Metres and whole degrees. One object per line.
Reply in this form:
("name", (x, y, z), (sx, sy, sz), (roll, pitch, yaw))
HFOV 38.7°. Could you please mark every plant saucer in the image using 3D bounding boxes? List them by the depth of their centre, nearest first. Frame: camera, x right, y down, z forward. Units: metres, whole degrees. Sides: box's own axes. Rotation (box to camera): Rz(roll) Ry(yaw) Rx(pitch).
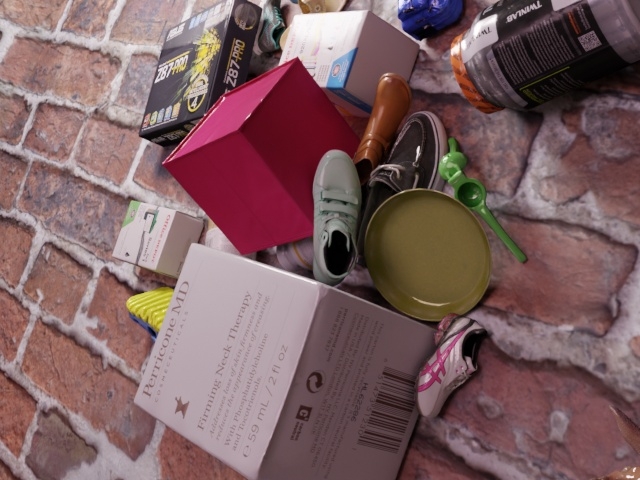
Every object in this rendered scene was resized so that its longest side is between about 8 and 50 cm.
("plant saucer", (0.192, 0.023, 1.607), (0.240, 0.037, 0.241), (9, 109, 28))

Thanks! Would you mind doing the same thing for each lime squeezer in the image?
("lime squeezer", (0.260, -0.089, 1.602), (0.058, 0.110, 0.310), (-31, 51, 10))

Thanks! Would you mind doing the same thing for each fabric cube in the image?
("fabric cube", (-0.105, -0.162, 1.831), (0.259, 0.258, 0.254), (-16, 32, 46))

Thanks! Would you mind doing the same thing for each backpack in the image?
("backpack", (0.219, -0.469, 1.828), (0.120, 0.101, 0.098), (-16, 69, 37))

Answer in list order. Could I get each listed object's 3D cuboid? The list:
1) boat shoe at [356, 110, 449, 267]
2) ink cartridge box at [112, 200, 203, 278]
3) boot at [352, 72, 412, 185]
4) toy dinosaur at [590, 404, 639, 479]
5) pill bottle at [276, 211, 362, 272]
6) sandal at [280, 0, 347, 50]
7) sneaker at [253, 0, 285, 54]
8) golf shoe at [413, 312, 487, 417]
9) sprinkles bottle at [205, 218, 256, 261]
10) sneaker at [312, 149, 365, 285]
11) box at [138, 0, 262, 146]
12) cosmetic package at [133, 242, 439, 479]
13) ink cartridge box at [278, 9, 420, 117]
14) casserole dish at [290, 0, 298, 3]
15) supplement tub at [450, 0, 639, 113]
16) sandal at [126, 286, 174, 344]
("boat shoe", (0.150, -0.096, 1.716), (0.121, 0.119, 0.335), (2, 74, 47))
("ink cartridge box", (-0.407, -0.003, 2.273), (0.219, 0.092, 0.160), (11, 82, 48))
("boot", (0.113, -0.210, 1.753), (0.073, 0.197, 0.152), (20, 52, 13))
("toy dinosaur", (0.480, 0.340, 1.187), (0.200, 0.127, 0.296), (-31, 40, 24))
("pill bottle", (0.000, 0.000, 1.842), (0.184, 0.103, 0.103), (-25, 56, 37))
("sandal", (-0.023, -0.531, 2.104), (0.240, 0.079, 0.088), (-48, 67, 23))
("sneaker", (-0.113, -0.534, 2.241), (0.076, 0.065, 0.167), (8, 83, 33))
("golf shoe", (0.219, 0.217, 1.544), (0.086, 0.067, 0.186), (19, 86, 47))
("sprinkles bottle", (-0.203, 0.074, 2.005), (0.121, 0.121, 0.356), (-16, 62, 41))
("sneaker", (0.038, -0.047, 1.643), (0.151, 0.094, 0.256), (151, 122, -80))
("box", (-0.310, -0.420, 2.320), (0.395, 0.097, 0.318), (-2, 70, 56))
("cosmetic package", (-0.060, 0.232, 1.633), (0.393, 0.327, 0.330), (15, 84, 49))
("ink cartridge box", (0.050, -0.365, 1.903), (0.232, 0.168, 0.171), (13, 83, 49))
("casserole dish", (-0.023, -0.631, 2.198), (0.188, 0.037, 0.114), (17, 86, 47))
("supplement tub", (0.388, -0.339, 1.523), (0.316, 0.193, 0.194), (-22, 58, 38))
("sandal", (-0.362, 0.204, 2.123), (0.317, 0.126, 0.138), (32, 136, 59))
